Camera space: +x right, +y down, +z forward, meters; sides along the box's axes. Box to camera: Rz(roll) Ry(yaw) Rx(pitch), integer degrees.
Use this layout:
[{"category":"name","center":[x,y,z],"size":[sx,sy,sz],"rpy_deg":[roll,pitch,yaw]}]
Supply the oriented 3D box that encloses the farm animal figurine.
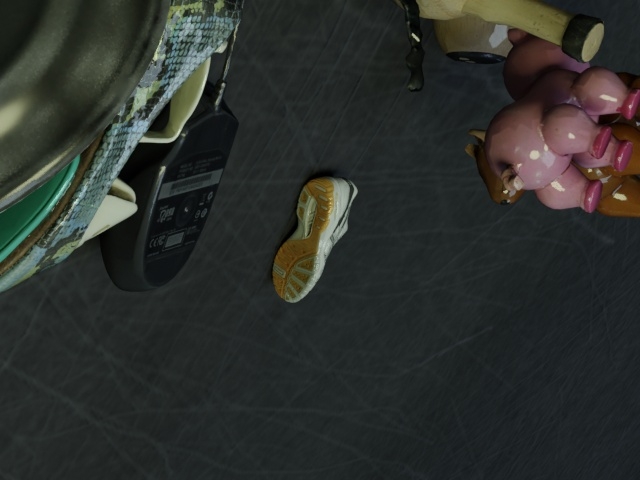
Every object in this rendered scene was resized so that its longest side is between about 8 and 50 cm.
[{"category":"farm animal figurine","center":[0.121,-0.167,0.922],"size":[0.327,0.172,0.330],"rpy_deg":[-65,158,-11]}]

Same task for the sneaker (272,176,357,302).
[{"category":"sneaker","center":[0.000,0.000,1.070],"size":[0.037,0.032,0.083],"rpy_deg":[-16,136,-51]}]

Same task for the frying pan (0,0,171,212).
[{"category":"frying pan","center":[-0.105,-0.113,0.666],"size":[0.326,0.053,0.197],"rpy_deg":[-48,153,19]}]

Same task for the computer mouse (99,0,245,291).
[{"category":"computer mouse","center":[-0.059,-0.086,0.870],"size":[0.071,0.041,0.242],"rpy_deg":[-15,129,-64]}]

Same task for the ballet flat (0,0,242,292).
[{"category":"ballet flat","center":[-0.095,-0.044,0.806],"size":[0.188,0.070,0.070],"rpy_deg":[-55,154,8]}]
